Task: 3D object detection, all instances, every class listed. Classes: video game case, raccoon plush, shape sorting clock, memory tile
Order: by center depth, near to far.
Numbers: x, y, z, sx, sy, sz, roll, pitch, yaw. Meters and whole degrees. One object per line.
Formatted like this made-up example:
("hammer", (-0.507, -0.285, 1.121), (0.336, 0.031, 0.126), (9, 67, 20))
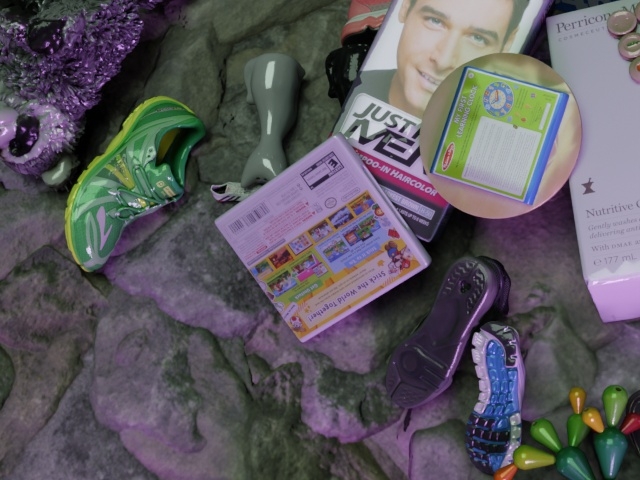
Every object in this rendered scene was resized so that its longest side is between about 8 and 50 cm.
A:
("memory tile", (0.435, -0.260, 1.421), (0.148, 0.012, 0.113), (-22, 60, 11))
("shape sorting clock", (0.221, -0.129, 1.437), (0.206, 0.040, 0.206), (-1, 87, 21))
("video game case", (0.000, 0.000, 1.528), (0.227, 0.026, 0.206), (-33, 95, 28))
("raccoon plush", (-0.343, -0.265, 1.846), (0.446, 0.299, 0.216), (-18, 38, -24))

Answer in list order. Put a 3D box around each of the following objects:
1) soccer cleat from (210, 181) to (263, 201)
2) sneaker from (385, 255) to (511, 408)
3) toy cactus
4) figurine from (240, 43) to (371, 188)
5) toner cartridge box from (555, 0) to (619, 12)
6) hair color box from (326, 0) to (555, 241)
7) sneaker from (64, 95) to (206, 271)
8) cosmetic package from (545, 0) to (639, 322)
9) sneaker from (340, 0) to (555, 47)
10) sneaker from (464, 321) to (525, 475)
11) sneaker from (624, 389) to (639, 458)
("soccer cleat", (-0.122, -0.073, 1.710), (0.083, 0.035, 0.029), (-1, 66, 20))
("sneaker", (0.173, 0.117, 1.492), (0.087, 0.130, 0.228), (36, 110, 25))
("toy cactus", (0.306, 0.278, 1.341), (0.219, 0.112, 0.180), (-48, 51, 6))
("figurine", (-0.015, -0.168, 1.689), (0.214, 0.092, 0.210), (-2, 70, 20))
("toner cartridge box", (0.344, -0.389, 1.607), (0.347, 0.165, 0.075), (21, 75, 28))
("hair color box", (0.150, -0.203, 1.540), (0.185, 0.113, 0.375), (26, 94, 11))
("sneaker", (-0.276, -0.085, 1.732), (0.123, 0.109, 0.296), (22, 75, 32))
("cosmetic package", (0.417, -0.112, 1.455), (0.217, 0.156, 0.385), (-13, 63, 16))
("sneaker", (0.179, -0.352, 1.681), (0.313, 0.116, 0.136), (-5, 64, 19))
("sneaker", (0.227, 0.194, 1.438), (0.071, 0.083, 0.191), (6, 92, 26))
("sneaker", (0.413, 0.251, 1.309), (0.083, 0.118, 0.222), (-29, 60, 6))
